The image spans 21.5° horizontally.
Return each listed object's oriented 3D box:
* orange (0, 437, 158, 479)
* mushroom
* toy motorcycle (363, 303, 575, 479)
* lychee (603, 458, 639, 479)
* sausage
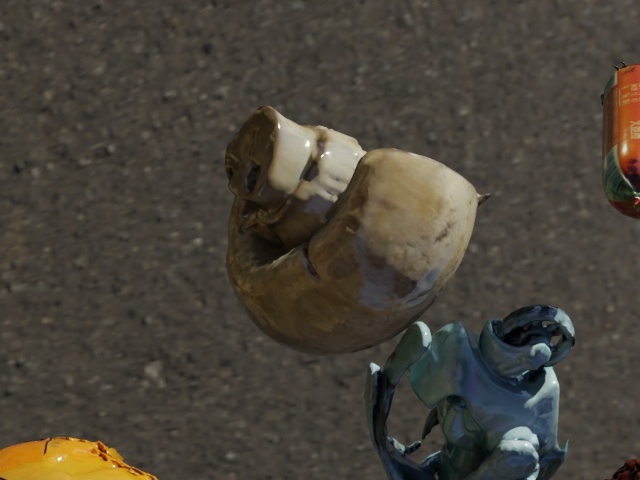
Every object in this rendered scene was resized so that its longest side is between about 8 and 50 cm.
[{"bbox_3d":[-0.158,0.239,1.051,0.182,0.234,0.234,-43,108,-46],"label":"orange"},{"bbox_3d":[0.000,0.000,1.439,0.195,0.254,0.189,26,77,-32],"label":"mushroom"},{"bbox_3d":[0.147,0.169,1.675,0.154,0.206,0.260,-99,-176,-49],"label":"toy motorcycle"},{"bbox_3d":[0.319,0.275,1.265,0.304,0.276,0.275,46,55,-27],"label":"lychee"},{"bbox_3d":[0.300,-0.086,1.589,0.083,0.083,0.264,54,24,-18],"label":"sausage"}]
